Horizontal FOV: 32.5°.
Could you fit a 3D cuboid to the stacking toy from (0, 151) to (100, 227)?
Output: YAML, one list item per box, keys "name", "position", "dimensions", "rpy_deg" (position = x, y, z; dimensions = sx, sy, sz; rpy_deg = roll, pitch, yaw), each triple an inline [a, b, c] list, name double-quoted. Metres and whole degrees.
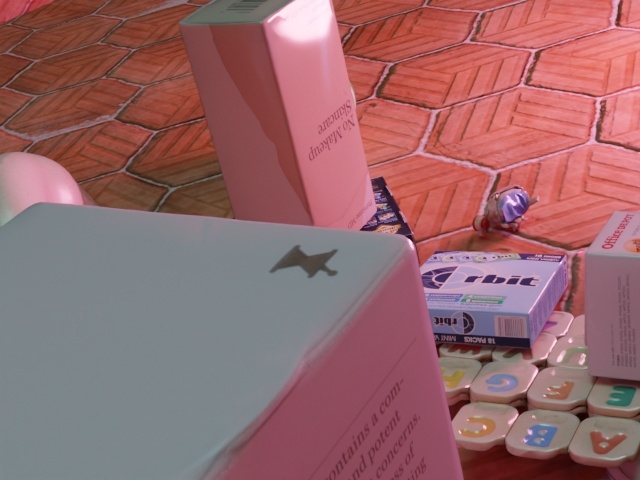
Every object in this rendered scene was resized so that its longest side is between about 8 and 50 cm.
- name: "stacking toy"
  position: [-0.386, 0.168, 1.110]
  dimensions: [0.480, 0.350, 0.350]
  rpy_deg: [-33, 29, 2]

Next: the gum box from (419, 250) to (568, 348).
- name: "gum box"
  position: [0.172, 0.059, 1.193]
  dimensions: [0.157, 0.041, 0.184]
  rpy_deg: [1, 18, 25]

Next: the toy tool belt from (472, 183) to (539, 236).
- name: "toy tool belt"
  position: [0.233, -0.036, 1.371]
  dimensions: [0.083, 0.052, 0.051]
  rpy_deg: [-37, 27, -34]

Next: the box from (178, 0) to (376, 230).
- name: "box"
  position: [-0.043, -0.138, 1.296]
  dimensions: [0.121, 0.311, 0.148]
  rpy_deg: [7, 36, 33]

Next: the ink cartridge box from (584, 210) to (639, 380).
- name: "ink cartridge box"
  position: [0.342, 0.052, 1.008]
  dimensions: [0.176, 0.127, 0.128]
  rpy_deg: [3, 20, 27]

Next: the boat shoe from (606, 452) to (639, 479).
- name: "boat shoe"
  position: [0.268, 0.186, 0.976]
  dimensions: [0.035, 0.035, 0.100]
  rpy_deg: [-13, 28, 2]

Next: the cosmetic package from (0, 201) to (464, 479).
- name: "cosmetic package"
  position: [-0.113, 0.227, 0.705]
  dimensions: [0.327, 0.393, 0.329]
  rpy_deg: [6, 34, 33]

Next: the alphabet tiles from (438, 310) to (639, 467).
- name: "alphabet tiles"
  position: [0.242, 0.128, 1.058]
  dimensions: [0.284, 0.021, 0.278]
  rpy_deg: [3, 23, 28]

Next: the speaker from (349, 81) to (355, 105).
- name: "speaker"
  position: [-0.034, -0.151, 1.614]
  dimensions: [0.131, 0.131, 0.296]
  rpy_deg: [-3, 31, 19]

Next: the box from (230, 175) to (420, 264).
- name: "box"
  position: [0.000, 0.000, 1.411]
  dimensions: [0.220, 0.051, 0.175]
  rpy_deg: [-16, 29, -3]

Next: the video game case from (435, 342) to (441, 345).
- name: "video game case"
  position: [0.020, 0.102, 1.253]
  dimensions: [0.190, 0.022, 0.173]
  rpy_deg: [-21, 30, -10]
